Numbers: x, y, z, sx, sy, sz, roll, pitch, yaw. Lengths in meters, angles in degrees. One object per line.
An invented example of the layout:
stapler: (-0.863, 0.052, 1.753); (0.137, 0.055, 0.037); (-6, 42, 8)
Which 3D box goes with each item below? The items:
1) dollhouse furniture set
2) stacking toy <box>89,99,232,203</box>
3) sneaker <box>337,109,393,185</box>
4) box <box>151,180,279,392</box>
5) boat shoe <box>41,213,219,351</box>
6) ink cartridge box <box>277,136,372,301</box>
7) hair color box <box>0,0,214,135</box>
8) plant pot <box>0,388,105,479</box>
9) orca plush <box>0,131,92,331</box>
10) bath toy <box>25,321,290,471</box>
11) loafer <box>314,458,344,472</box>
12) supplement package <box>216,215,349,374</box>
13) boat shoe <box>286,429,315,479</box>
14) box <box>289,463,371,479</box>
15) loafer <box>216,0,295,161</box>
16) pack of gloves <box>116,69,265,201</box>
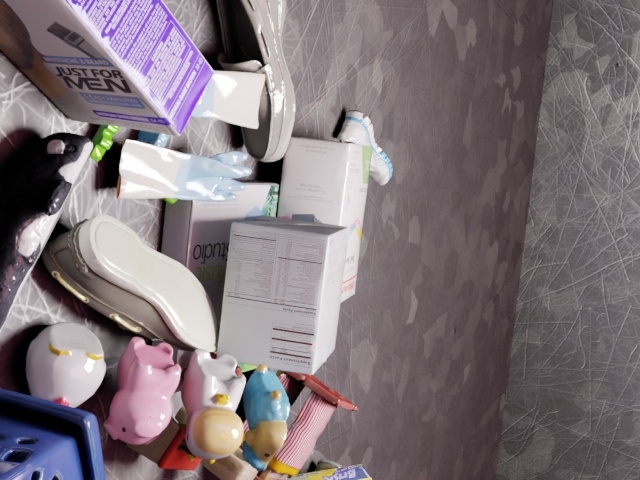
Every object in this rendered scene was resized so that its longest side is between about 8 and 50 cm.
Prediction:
dollhouse furniture set: (-0.104, 0.290, 1.371); (0.201, 0.152, 0.374); (-58, 154, -3)
stacking toy: (-0.220, -0.179, 1.206); (0.167, 0.052, 0.221); (36, 75, -48)
sneaker: (0.080, -0.167, 1.734); (0.083, 0.071, 0.190); (-57, 136, -24)
box: (-0.164, 0.064, 1.374); (0.232, 0.059, 0.321); (-6, 106, -60)
boat shoe: (-0.245, 0.072, 1.172); (0.305, 0.091, 0.109); (48, 30, -47)
ink cartridge box: (0.000, 0.000, 1.534); (0.207, 0.119, 0.353); (-18, 116, -75)
hair color box: (-0.282, -0.256, 0.935); (0.110, 0.185, 0.339); (-65, 147, -21)
plant pot: (-0.360, 0.293, 0.932); (0.212, 0.236, 0.235); (-37, 130, -58)
orca plush: (-0.369, -0.011, 0.998); (0.287, 0.102, 0.151); (-66, -166, -5)
bath toy: (-0.218, 0.213, 1.137); (0.348, 0.151, 0.129); (18, 110, -23)
loafer: (0.021, 0.573, 1.822); (0.087, 0.094, 0.251); (-44, 135, -52)
supplement package: (-0.052, 0.075, 1.318); (0.194, 0.149, 0.203); (-21, 119, -79)
boat shoe: (-0.087, 0.419, 1.608); (0.219, 0.070, 0.077); (-31, 125, -53)
box: (0.015, 0.495, 1.727); (0.169, 0.059, 0.054); (-4, 107, -18)
loafer: (-0.109, -0.270, 1.328); (0.111, 0.112, 0.319); (-25, 119, -42)
pack of gloves: (-0.163, -0.146, 1.203); (0.232, 0.046, 0.195); (-1, 106, -48)
